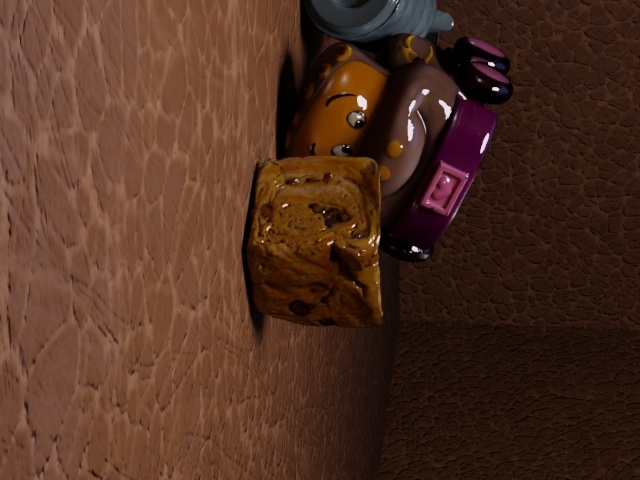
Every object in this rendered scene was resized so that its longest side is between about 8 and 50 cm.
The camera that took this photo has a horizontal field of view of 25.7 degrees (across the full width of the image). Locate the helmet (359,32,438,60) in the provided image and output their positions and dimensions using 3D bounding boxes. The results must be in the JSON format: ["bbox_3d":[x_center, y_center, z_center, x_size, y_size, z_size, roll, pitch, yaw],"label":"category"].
[{"bbox_3d":[0.130,-0.379,2.493,0.279,0.160,0.230,-75,163,-59],"label":"helmet"}]

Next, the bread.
[{"bbox_3d":[0.000,0.000,1.536,0.143,0.149,0.158,90,6,-46],"label":"bread"}]

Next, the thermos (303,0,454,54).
[{"bbox_3d":[0.071,-0.331,1.944,0.286,0.182,0.145,3,99,-72],"label":"thermos"}]

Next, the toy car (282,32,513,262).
[{"bbox_3d":[0.084,-0.147,1.772,0.341,0.240,0.271,-85,-160,-69],"label":"toy car"}]
